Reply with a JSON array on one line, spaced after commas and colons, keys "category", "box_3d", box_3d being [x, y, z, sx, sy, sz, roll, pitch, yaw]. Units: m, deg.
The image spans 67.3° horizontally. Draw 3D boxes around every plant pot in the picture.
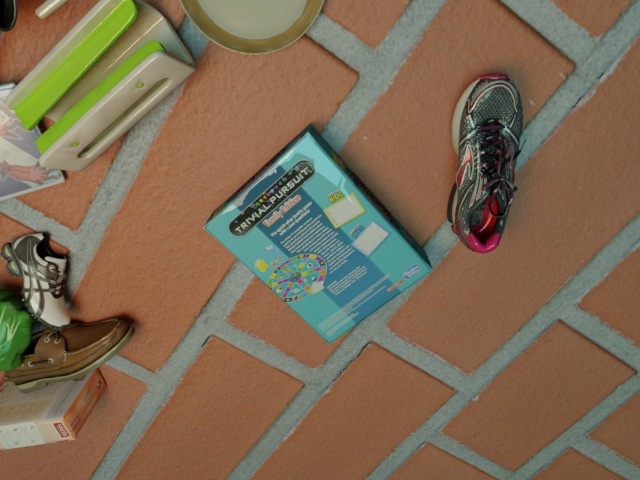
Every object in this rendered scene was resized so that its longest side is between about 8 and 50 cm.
[{"category": "plant pot", "box_3d": [-0.105, -0.408, 0.730, 0.236, 0.032, 0.236, 0, 114, 1]}]

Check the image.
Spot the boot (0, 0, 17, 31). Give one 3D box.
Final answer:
[{"category": "boot", "box_3d": [-0.508, -0.329, 0.708, 0.161, 0.083, 0.246, 26, 117, 28]}]

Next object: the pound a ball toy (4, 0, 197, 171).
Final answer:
[{"category": "pound a ball toy", "box_3d": [-0.340, -0.285, 0.758, 0.319, 0.136, 0.208, -35, 84, 16]}]

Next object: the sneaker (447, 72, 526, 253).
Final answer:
[{"category": "sneaker", "box_3d": [0.287, -0.123, 0.807, 0.121, 0.112, 0.299, -3, 114, 3]}]

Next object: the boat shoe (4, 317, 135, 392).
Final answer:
[{"category": "boat shoe", "box_3d": [-0.532, 0.222, 0.986, 0.307, 0.110, 0.104, -24, 113, 12]}]

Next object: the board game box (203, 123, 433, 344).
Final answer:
[{"category": "board game box", "box_3d": [0.000, 0.000, 0.888, 0.254, 0.079, 0.336, -39, 108, 17]}]

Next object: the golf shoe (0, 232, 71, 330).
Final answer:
[{"category": "golf shoe", "box_3d": [-0.527, 0.079, 0.930, 0.094, 0.077, 0.198, -25, 101, 1]}]

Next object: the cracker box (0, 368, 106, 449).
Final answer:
[{"category": "cracker box", "box_3d": [-0.604, 0.358, 1.026, 0.232, 0.155, 0.067, -10, 114, 7]}]

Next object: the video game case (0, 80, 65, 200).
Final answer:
[{"category": "video game case", "box_3d": [-0.573, -0.151, 0.809, 0.201, 0.023, 0.183, -21, 125, -14]}]

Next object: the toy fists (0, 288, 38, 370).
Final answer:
[{"category": "toy fists", "box_3d": [-0.683, 0.145, 0.942, 0.279, 0.096, 0.142, 15, 103, 13]}]
